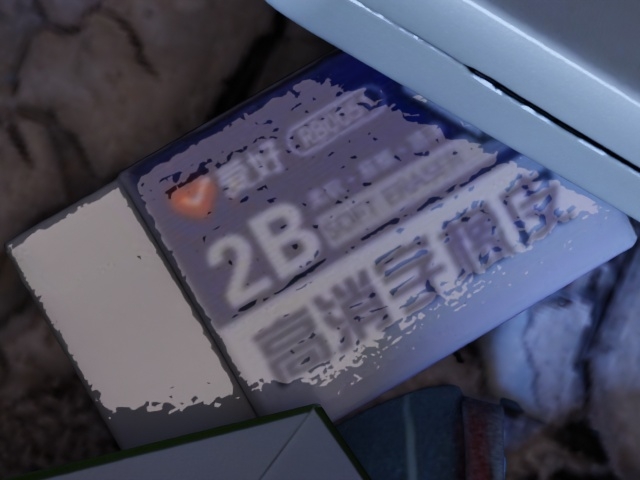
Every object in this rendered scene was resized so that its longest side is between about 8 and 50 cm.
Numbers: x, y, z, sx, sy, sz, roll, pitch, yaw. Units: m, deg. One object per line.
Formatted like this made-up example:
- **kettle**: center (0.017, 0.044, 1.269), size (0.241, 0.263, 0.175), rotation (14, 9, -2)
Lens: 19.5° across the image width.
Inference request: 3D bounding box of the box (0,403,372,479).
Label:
- **box**: center (-0.044, 0.185, 0.611), size (0.177, 0.148, 0.195), rotation (-11, 52, -36)

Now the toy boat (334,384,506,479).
- **toy boat**: center (0.013, 0.100, 0.734), size (0.122, 0.034, 0.096), rotation (-3, 58, 10)

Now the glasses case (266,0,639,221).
- **glasses case**: center (0.130, -0.080, 0.676), size (0.313, 0.070, 0.131), rotation (28, 64, -19)

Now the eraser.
- **eraser**: center (0.000, 0.000, 0.714), size (0.210, 0.068, 0.124), rotation (-30, 95, -4)
